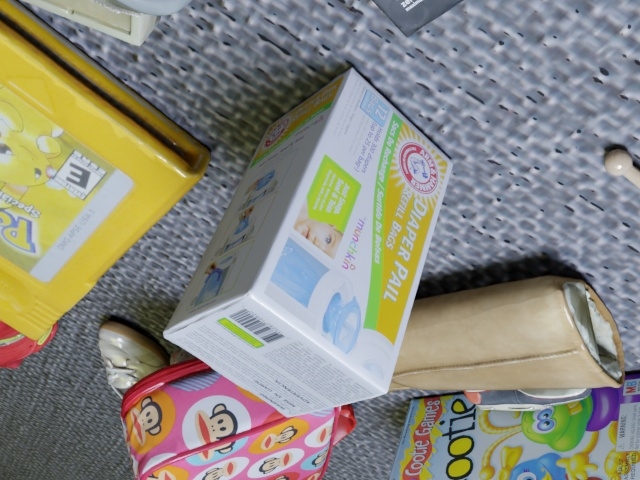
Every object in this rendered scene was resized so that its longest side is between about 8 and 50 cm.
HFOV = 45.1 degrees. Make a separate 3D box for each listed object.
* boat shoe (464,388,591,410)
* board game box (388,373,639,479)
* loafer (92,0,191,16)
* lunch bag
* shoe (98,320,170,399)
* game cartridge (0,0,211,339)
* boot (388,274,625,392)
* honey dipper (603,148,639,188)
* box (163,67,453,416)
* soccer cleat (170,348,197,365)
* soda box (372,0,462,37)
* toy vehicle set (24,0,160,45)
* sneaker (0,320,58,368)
[{"bbox_3d":[0.195,0.141,0.730,0.137,0.049,0.043,-11,123,43],"label":"boat shoe"},{"bbox_3d":[0.220,0.240,0.764,0.275,0.142,0.144,-18,127,41],"label":"board game box"},{"bbox_3d":[-0.164,-0.210,0.405,0.251,0.094,0.087,41,165,-9],"label":"loafer"},{"bbox_3d":[-0.081,0.226,0.866,0.258,0.120,0.293,-14,147,-18],"label":"lunch bag"},{"bbox_3d":[-0.228,0.185,0.998,0.076,0.058,0.219,3,139,24],"label":"shoe"},{"bbox_3d":[-0.299,-0.061,0.685,0.285,0.053,0.323,37,127,-18],"label":"game cartridge"},{"bbox_3d":[0.089,0.064,0.668,0.269,0.089,0.236,-12,143,38],"label":"boot"},{"bbox_3d":[0.256,-0.011,0.529,0.160,0.030,0.030,35,142,-13],"label":"honey dipper"},{"bbox_3d":[0.000,0.000,0.530,0.114,0.203,0.103,38,141,-23],"label":"box"},{"bbox_3d":[-0.145,0.142,0.900,0.076,0.068,0.196,34,143,17],"label":"soccer cleat"},{"bbox_3d":[0.092,-0.176,0.390,0.060,0.053,0.169,41,140,-22],"label":"soda box"},{"bbox_3d":[-0.169,-0.252,0.446,0.166,0.035,0.267,22,143,1],"label":"toy vehicle set"},{"bbox_3d":[-0.380,0.088,0.950,0.118,0.107,0.279,16,149,-24],"label":"sneaker"}]
